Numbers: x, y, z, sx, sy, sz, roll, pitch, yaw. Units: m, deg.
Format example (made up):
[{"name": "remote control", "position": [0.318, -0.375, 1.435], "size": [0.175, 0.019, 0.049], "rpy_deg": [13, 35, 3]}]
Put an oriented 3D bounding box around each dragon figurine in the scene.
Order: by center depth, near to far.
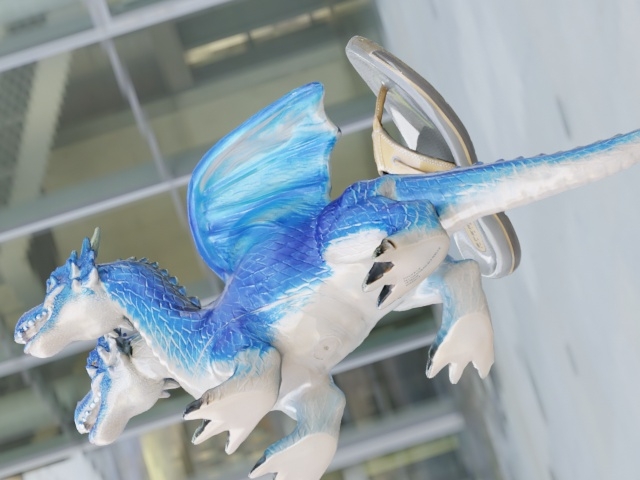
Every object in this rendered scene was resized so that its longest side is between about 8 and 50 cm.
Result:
[{"name": "dragon figurine", "position": [0.000, 0.000, 0.684], "size": [0.085, 0.289, 0.144], "rpy_deg": [39, -163, -41]}]

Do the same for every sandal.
[{"name": "sandal", "position": [0.076, -0.053, 1.299], "size": [0.090, 0.060, 0.219], "rpy_deg": [26, 148, 60]}]
